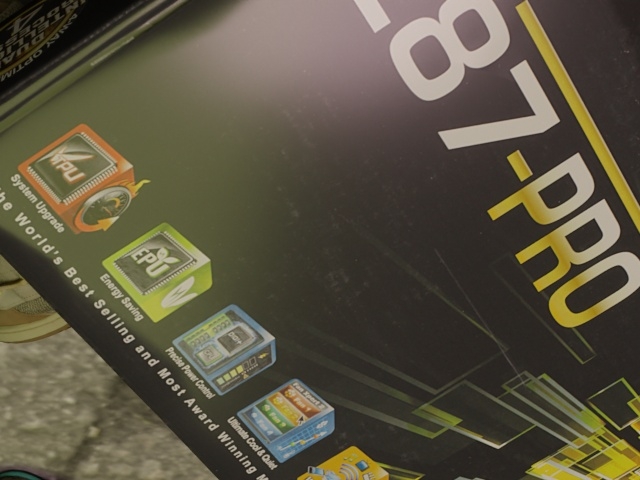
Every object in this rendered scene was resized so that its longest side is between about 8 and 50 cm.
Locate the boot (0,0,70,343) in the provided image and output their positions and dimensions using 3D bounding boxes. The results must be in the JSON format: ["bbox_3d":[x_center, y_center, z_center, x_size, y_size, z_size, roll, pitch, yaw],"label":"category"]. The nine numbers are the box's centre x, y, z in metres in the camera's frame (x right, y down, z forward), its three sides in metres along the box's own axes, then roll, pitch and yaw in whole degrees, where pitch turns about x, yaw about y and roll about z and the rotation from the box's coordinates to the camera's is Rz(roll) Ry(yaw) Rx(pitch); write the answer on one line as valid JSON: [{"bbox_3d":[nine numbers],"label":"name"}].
[{"bbox_3d":[-0.160,-0.030,0.591,0.213,0.077,0.165,-10,128,46],"label":"boot"}]

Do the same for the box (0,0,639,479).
[{"bbox_3d":[0.086,0.003,0.509,0.318,0.097,0.395,-33,121,5],"label":"box"}]

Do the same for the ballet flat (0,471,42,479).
[{"bbox_3d":[-0.166,0.252,0.917,0.231,0.077,0.077,33,128,-33],"label":"ballet flat"}]
